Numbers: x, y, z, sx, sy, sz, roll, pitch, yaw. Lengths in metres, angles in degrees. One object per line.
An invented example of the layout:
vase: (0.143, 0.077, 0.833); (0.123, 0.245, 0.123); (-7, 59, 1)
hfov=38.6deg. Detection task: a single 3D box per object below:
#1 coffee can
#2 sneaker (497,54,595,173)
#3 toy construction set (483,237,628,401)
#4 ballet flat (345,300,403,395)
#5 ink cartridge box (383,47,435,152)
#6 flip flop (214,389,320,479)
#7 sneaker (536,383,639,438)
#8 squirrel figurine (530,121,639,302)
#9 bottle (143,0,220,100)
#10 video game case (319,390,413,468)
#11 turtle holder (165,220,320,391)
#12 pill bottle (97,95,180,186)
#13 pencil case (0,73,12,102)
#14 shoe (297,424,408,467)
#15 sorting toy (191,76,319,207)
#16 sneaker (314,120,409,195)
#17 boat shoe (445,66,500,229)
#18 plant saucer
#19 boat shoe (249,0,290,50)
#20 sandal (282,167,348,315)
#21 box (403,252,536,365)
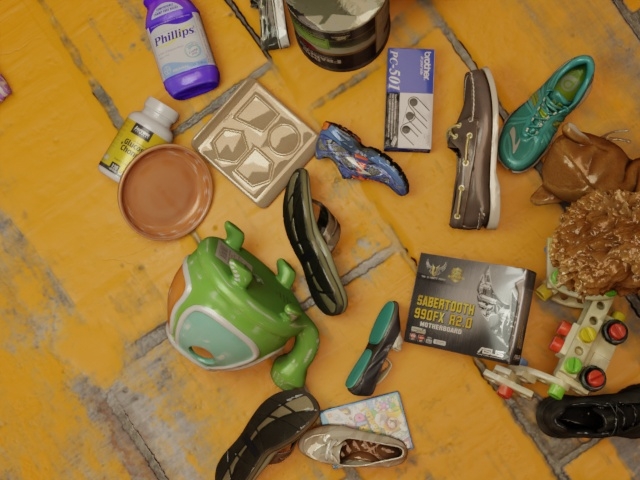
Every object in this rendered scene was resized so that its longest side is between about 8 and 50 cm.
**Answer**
coffee can: (0.036, -0.460, 1.766); (0.201, 0.275, 0.202); (0, 85, 4)
sneaker: (0.445, -0.258, 1.806); (0.107, 0.110, 0.275); (36, 90, 6)
toy construction set: (0.460, 0.177, 1.751); (0.215, 0.151, 0.328); (29, 88, 5)
ballet flat: (0.120, 0.221, 1.819); (0.074, 0.074, 0.203); (27, 82, 5)
ink cartridge box: (0.180, -0.284, 1.858); (0.097, 0.046, 0.207); (3, 86, 3)
flip flop: (-0.100, 0.405, 1.809); (0.277, 0.080, 0.112); (-51, 47, 12)
sneaker: (0.565, 0.337, 1.744); (0.286, 0.130, 0.109); (-9, 83, 2)
squirrel figurine: (0.562, -0.060, 1.656); (0.370, 0.281, 0.397); (32, 44, 15)
bottle: (-0.298, -0.436, 1.878); (0.118, 0.092, 0.283); (-18, 85, 3)
video game case: (0.092, 0.380, 1.830); (0.166, 0.015, 0.119); (-15, 85, 3)
turtle holder: (-0.154, 0.142, 1.778); (0.227, 0.320, 0.243); (-46, 45, 14)
pill bottle: (-0.366, -0.197, 1.860); (0.103, 0.103, 0.184); (31, 89, 6)
pencil case: (-0.743, -0.287, 1.901); (0.206, 0.088, 0.086); (-37, 85, 1)
shoe: (0.063, 0.405, 1.792); (0.219, 0.058, 0.077); (3, 86, 4)
sorting toy: (-0.130, -0.201, 1.882); (0.208, 0.038, 0.193); (42, 89, 1)
sneaker: (0.084, -0.153, 1.848); (0.221, 0.083, 0.087); (35, 105, 8)
boat shoe: (0.299, -0.182, 1.811); (0.096, 0.116, 0.324); (-2, 91, 1)
plant saucer: (-0.315, -0.099, 1.838); (0.200, 0.037, 0.200); (-10, 111, -29)
boat shoe: (-0.113, -0.501, 1.879); (0.070, 0.078, 0.219); (-9, 87, 2)
sandal: (0.000, 0.002, 1.830); (0.086, 0.120, 0.303); (-17, 86, -25)
box: (0.286, 0.130, 1.762); (0.231, 0.056, 0.183); (10, 87, 35)
